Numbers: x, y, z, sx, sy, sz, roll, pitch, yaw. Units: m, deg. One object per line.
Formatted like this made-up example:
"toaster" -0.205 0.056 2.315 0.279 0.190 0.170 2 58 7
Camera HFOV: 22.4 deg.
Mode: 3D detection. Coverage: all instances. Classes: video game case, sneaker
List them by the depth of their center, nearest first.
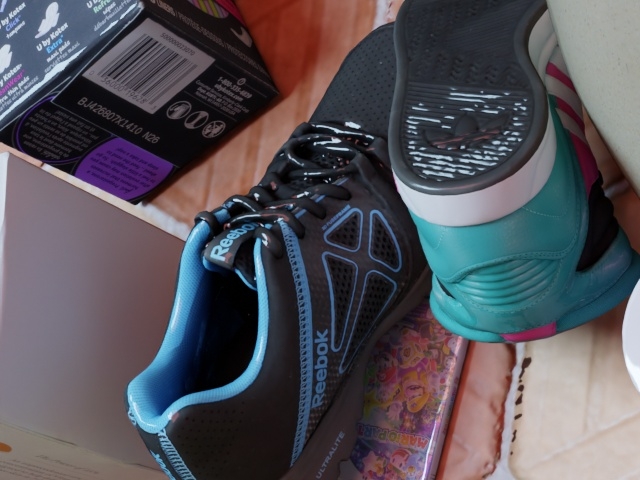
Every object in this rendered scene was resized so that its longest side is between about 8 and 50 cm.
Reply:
"sneaker" 0.118 -0.044 0.931 0.123 0.178 0.296 -8 34 18
"sneaker" 0.000 0.000 0.970 0.125 0.139 0.341 9 68 35
"video game case" 0.044 0.093 1.001 0.087 0.011 0.122 8 78 34

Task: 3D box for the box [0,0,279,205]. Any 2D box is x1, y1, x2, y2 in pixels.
"box" -0.169 -0.186 1.142 0.143 0.165 0.270 -37 58 17

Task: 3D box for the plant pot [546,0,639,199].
"plant pot" 0.239 -0.100 0.805 0.284 0.284 0.191 7 95 34

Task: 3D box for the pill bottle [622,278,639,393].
"pill bottle" 0.225 0.067 0.764 0.124 0.221 0.124 -12 67 29

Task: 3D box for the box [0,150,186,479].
"box" -0.275 0.085 1.083 0.345 0.215 0.168 -12 67 28
